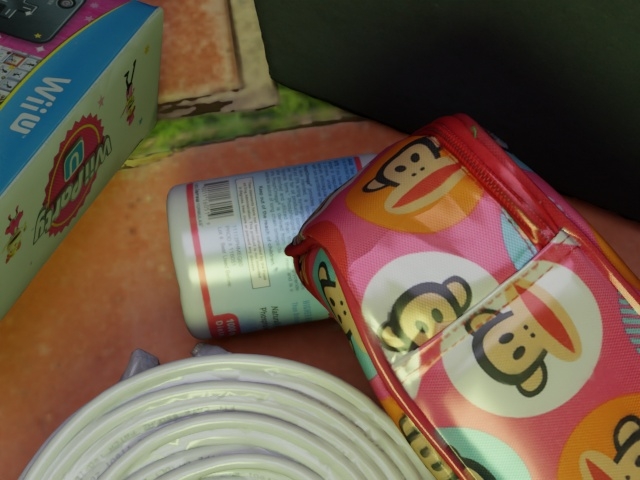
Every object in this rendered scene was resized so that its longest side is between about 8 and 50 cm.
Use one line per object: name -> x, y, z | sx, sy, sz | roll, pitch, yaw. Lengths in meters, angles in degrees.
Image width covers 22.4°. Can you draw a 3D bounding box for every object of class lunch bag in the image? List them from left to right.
lunch bag -> 0.105, 0.084, 0.758 | 0.120, 0.258, 0.293 | -39, 92, -4

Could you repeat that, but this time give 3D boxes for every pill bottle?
pill bottle -> 0.000, 0.000, 0.890 | 0.160, 0.087, 0.087 | -9, 65, -1

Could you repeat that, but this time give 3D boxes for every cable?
cable -> -0.041, 0.183, 0.808 | 0.257, 0.089, 0.257 | 23, 69, 13

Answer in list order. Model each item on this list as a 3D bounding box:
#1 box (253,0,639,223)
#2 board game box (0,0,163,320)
box -> 0.175, -0.334, 0.817 | 0.297, 0.480, 0.472 | 21, 68, 14
board game box -> -0.271, -0.083, 0.899 | 0.303, 0.097, 0.224 | 20, 46, 11
